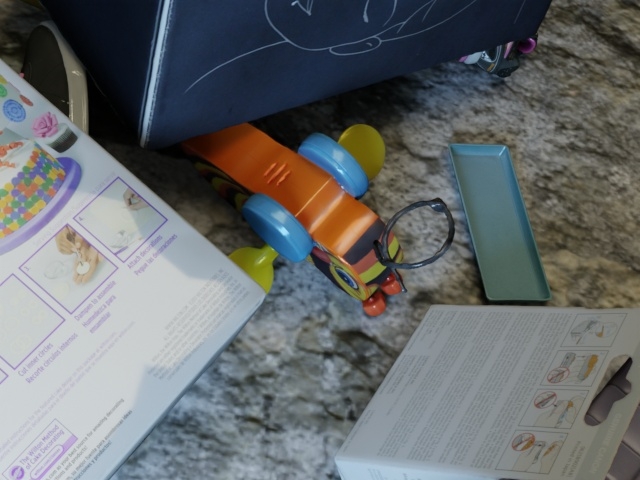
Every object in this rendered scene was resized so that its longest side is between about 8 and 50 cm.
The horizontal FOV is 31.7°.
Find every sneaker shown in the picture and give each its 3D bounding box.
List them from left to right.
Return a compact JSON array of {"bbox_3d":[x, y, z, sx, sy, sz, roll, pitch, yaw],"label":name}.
[{"bbox_3d":[-0.282,-0.084,0.983,0.146,0.105,0.296,2,57,-19],"label":"sneaker"},{"bbox_3d":[0.212,-0.244,1.266,0.077,0.072,0.178,33,60,-4],"label":"sneaker"}]

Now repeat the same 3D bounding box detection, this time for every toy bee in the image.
[{"bbox_3d":[0.000,0.000,0.987,0.195,0.162,0.298,-31,47,-1],"label":"toy bee"}]

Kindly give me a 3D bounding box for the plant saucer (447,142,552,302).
[{"bbox_3d":[0.173,-0.018,1.106,0.067,0.018,0.192,1,53,-14],"label":"plant saucer"}]

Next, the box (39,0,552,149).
[{"bbox_3d":[0.019,-0.386,0.938,0.471,0.480,0.297,-19,58,-31],"label":"box"}]

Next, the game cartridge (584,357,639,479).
[{"bbox_3d":[0.367,0.210,0.842,0.355,0.068,0.230,40,51,15],"label":"game cartridge"}]

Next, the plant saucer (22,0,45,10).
[{"bbox_3d":[-0.156,-0.325,1.214,0.332,0.081,0.333,13,51,-6],"label":"plant saucer"}]

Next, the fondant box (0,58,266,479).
[{"bbox_3d":[-0.243,0.027,0.835,0.330,0.096,0.238,42,60,1],"label":"fondant box"}]

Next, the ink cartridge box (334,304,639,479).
[{"bbox_3d":[0.148,0.130,0.878,0.232,0.066,0.189,1,40,38],"label":"ink cartridge box"}]
